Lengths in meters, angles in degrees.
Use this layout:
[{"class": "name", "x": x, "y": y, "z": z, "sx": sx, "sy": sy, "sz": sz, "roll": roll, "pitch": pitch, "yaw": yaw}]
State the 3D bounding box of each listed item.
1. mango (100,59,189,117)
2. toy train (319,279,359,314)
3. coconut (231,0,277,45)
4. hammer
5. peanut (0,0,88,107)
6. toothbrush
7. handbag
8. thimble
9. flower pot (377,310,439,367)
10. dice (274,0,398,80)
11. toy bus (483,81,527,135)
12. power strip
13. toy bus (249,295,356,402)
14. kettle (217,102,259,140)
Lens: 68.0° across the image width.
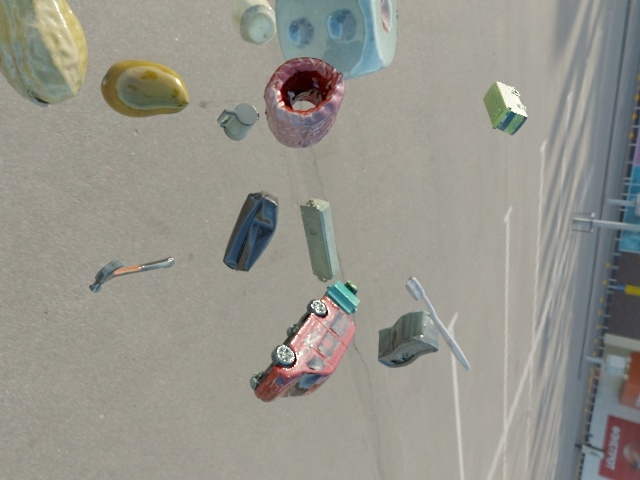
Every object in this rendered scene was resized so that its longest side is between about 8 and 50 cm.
[{"class": "mango", "x": -0.658, "y": -0.570, "z": 1.794, "sx": 0.173, "sy": 0.317, "sz": 0.211, "roll": -157, "pitch": -111, "yaw": -78}, {"class": "toy train", "x": 0.024, "y": 0.197, "z": 1.310, "sx": 0.198, "sy": 0.107, "sz": 0.154, "roll": -48, "pitch": 173, "yaw": 13}, {"class": "coconut", "x": -0.313, "y": -1.041, "z": 2.236, "sx": 0.202, "sy": 0.222, "sz": 0.202, "roll": -18, "pitch": 142, "yaw": -15}, {"class": "hammer", "x": -0.553, "y": 0.086, "z": 1.437, "sx": 0.111, "sy": 0.033, "sz": 0.287, "roll": -48, "pitch": 166, "yaw": 21}, {"class": "peanut", "x": -0.470, "y": -0.378, "z": 0.760, "sx": 0.149, "sy": 0.149, "sz": 0.313, "roll": -35, "pitch": 115, "yaw": -48}, {"class": "toothbrush", "x": 0.280, "y": 0.205, "z": 1.115, "sx": 0.029, "sy": 0.025, "sz": 0.307, "roll": -45, "pitch": 113, "yaw": -24}, {"class": "handbag", "x": -0.257, "y": -0.049, "z": 1.916, "sx": 0.288, "sy": 0.152, "sz": 0.342, "roll": -76, "pitch": -169, "yaw": -74}, {"class": "thimble", "x": -0.041, "y": -0.314, "z": 1.086, "sx": 0.189, "sy": 0.163, "sz": 0.125, "roll": -49, "pitch": 171, "yaw": -19}, {"class": "flower pot", "x": 0.266, "y": 0.311, "z": 1.476, "sx": 0.103, "sy": 0.229, "sz": 0.108, "roll": 26, "pitch": 49, "yaw": -17}, {"class": "dice", "x": 0.048, "y": -0.582, "z": 1.253, "sx": 0.268, "sy": 0.262, "sz": 0.265, "roll": -60, "pitch": 144, "yaw": -50}, {"class": "toy bus", "x": 0.605, "y": -0.436, "z": 1.565, "sx": 0.088, "sy": 0.101, "sz": 0.175, "roll": 120, "pitch": -21, "yaw": -45}, {"class": "power strip", "x": 0.000, "y": 0.000, "z": 1.348, "sx": 0.052, "sy": 0.078, "sz": 0.272, "roll": -41, "pitch": 134, "yaw": -38}, {"class": "toy bus", "x": -0.021, "y": 0.168, "z": 0.699, "sx": 0.081, "sy": 0.089, "sz": 0.195, "roll": -53, "pitch": 177, "yaw": 32}, {"class": "kettle", "x": -0.312, "y": -0.456, "z": 1.793, "sx": 0.126, "sy": 0.148, "sz": 0.098, "roll": 33, "pitch": 68, "yaw": -17}]
